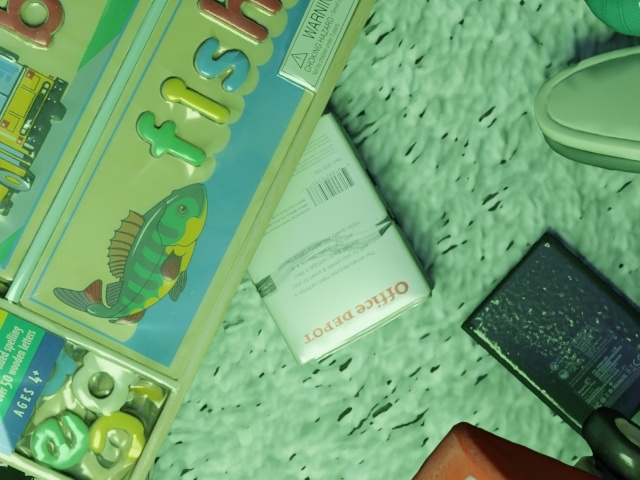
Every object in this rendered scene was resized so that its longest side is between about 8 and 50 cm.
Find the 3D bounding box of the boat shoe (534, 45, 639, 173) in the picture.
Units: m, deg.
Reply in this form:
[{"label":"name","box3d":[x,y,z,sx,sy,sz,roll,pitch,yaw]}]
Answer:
[{"label":"boat shoe","box3d":[0.306,-0.066,1.140,0.319,0.099,0.116,-1,48,4]}]

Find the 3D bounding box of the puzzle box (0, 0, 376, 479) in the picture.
[{"label":"puzzle box","box3d":[-0.163,-0.057,1.111,0.272,0.052,0.409,26,83,-9]}]

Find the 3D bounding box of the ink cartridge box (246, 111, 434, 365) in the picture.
[{"label":"ink cartridge box","box3d":[0.000,0.000,1.200,0.109,0.063,0.150,-29,88,6]}]

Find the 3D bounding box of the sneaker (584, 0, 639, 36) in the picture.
[{"label":"sneaker","box3d":[0.173,-0.285,1.132,0.108,0.121,0.302,-17,84,34]}]

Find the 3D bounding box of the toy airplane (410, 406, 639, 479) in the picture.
[{"label":"toy airplane","box3d":[0.241,0.277,0.869,0.384,0.272,0.386,-5,98,13]}]

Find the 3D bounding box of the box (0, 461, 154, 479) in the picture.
[{"label":"box","box3d":[-0.269,0.088,1.151,0.322,0.079,0.257,7,77,-14]}]

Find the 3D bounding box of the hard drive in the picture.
[{"label":"hard drive","box3d":[0.182,0.072,1.200,0.135,0.022,0.094,42,95,4]}]
